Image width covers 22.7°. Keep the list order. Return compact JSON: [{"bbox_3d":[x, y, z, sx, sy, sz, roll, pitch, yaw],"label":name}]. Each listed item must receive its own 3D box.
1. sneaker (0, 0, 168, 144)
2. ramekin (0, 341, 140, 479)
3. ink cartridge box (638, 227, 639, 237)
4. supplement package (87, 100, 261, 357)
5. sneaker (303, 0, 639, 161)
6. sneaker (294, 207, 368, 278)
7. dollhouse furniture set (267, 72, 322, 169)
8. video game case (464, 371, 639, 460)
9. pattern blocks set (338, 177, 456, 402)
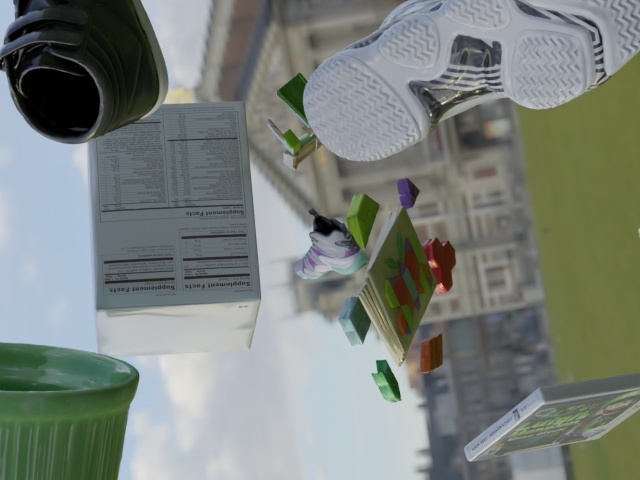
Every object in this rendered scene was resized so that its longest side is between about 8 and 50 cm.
[{"bbox_3d":[-0.227,-0.212,1.319,0.296,0.104,0.147,65,-158,-18],"label":"sneaker"},{"bbox_3d":[-0.347,0.203,1.686,0.303,0.303,0.148,-37,-48,-83],"label":"ramekin"},{"bbox_3d":[0.311,0.110,1.200,0.330,0.071,0.324,89,173,-68],"label":"ink cartridge box"},{"bbox_3d":[-0.186,-0.011,1.978,0.199,0.198,0.262,107,158,-68],"label":"supplement package"},{"bbox_3d":[0.169,-0.201,1.517,0.137,0.366,0.210,62,-147,-13],"label":"sneaker"},{"bbox_3d":[0.000,0.000,1.579,0.038,0.098,0.069,-40,-71,-39],"label":"sneaker"},{"bbox_3d":[-0.025,-0.146,1.951,0.058,0.076,0.151,49,170,10],"label":"dollhouse furniture set"},{"bbox_3d":[0.280,0.195,1.783,0.173,0.190,0.022,-51,51,52],"label":"video game case"},{"bbox_3d":[0.107,0.057,2.126,0.285,0.026,0.325,55,-144,-38],"label":"pattern blocks set"}]
